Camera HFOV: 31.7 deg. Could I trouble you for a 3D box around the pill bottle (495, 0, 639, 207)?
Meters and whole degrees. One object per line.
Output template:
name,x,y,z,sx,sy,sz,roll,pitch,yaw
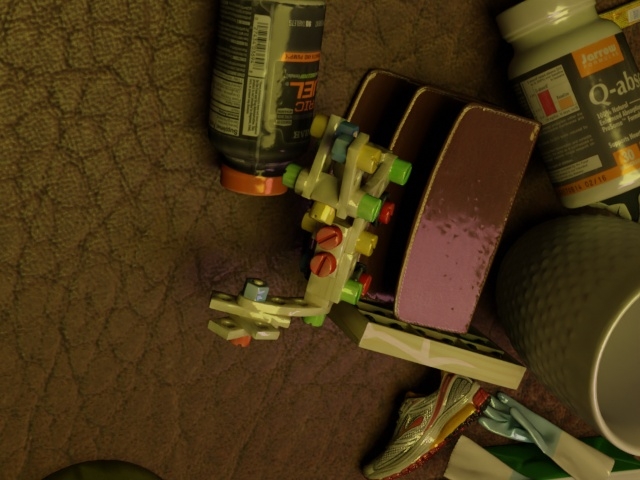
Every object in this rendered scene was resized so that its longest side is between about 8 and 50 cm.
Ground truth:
pill bottle,0.347,-0.196,1.503,0.162,0.162,0.279,-24,93,-14

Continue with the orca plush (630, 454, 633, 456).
orca plush,0.641,0.326,1.817,0.287,0.102,0.151,3,115,3

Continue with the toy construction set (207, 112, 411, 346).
toy construction set,0.000,0.000,1.376,0.151,0.215,0.328,36,110,9

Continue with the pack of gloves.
pack of gloves,0.321,0.328,1.673,0.232,0.195,0.046,30,135,5

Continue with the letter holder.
letter holder,0.124,-0.055,1.504,0.214,0.152,0.302,13,102,-24

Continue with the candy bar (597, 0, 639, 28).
candy bar,0.420,-0.317,1.611,0.161,0.018,0.040,-23,119,-15

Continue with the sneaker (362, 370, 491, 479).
sneaker,0.146,0.276,1.674,0.225,0.093,0.088,-43,162,10

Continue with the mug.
mug,0.421,0.140,1.595,0.276,0.328,0.374,-35,118,-8

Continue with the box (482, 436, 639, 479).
box,0.362,0.448,1.795,0.261,0.127,0.231,0,106,-24

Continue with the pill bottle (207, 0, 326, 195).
pill bottle,-0.070,-0.181,1.387,0.130,0.130,0.246,0,109,-23

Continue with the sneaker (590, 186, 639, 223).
sneaker,0.442,-0.139,1.641,0.153,0.094,0.235,10,76,9

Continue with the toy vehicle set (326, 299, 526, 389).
toy vehicle set,0.136,0.130,1.563,0.266,0.166,0.035,18,100,-27

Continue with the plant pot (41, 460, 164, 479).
plant pot,-0.265,0.475,1.440,0.274,0.293,0.275,-8,111,-20
